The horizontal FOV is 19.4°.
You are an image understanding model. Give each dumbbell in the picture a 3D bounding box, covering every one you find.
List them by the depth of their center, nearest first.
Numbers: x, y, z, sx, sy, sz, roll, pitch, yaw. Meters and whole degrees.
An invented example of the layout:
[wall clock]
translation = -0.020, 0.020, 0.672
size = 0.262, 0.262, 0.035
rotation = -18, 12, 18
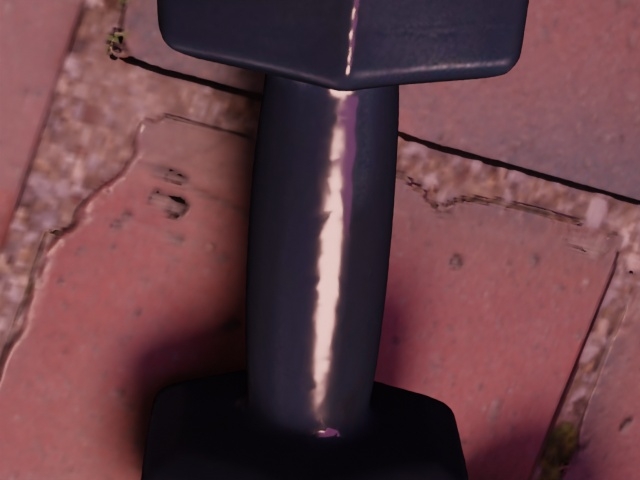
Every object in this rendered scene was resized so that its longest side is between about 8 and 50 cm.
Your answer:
[dumbbell]
translation = 0.000, 0.000, 0.771
size = 0.144, 0.160, 0.325
rotation = -31, 131, -54
